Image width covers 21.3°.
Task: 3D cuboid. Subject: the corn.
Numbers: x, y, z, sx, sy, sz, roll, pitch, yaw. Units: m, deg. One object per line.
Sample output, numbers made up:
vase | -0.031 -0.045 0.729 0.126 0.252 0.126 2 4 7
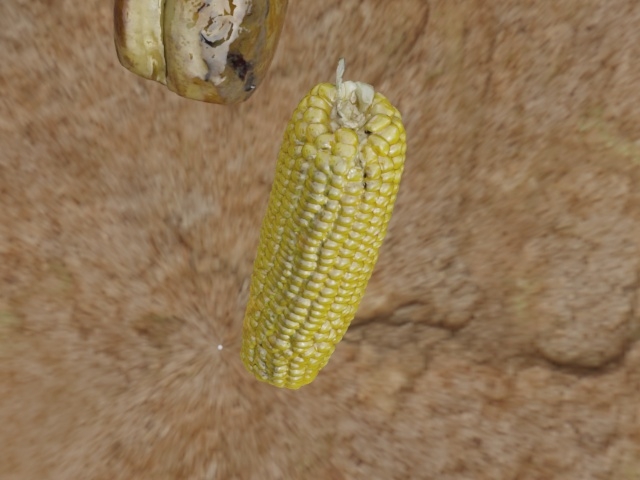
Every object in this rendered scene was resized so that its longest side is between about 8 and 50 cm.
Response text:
corn | 0.000 0.000 1.357 0.102 0.101 0.310 13 127 -2

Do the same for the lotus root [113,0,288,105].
lotus root | -0.116 -0.276 1.696 0.193 0.193 0.290 7 111 -3
